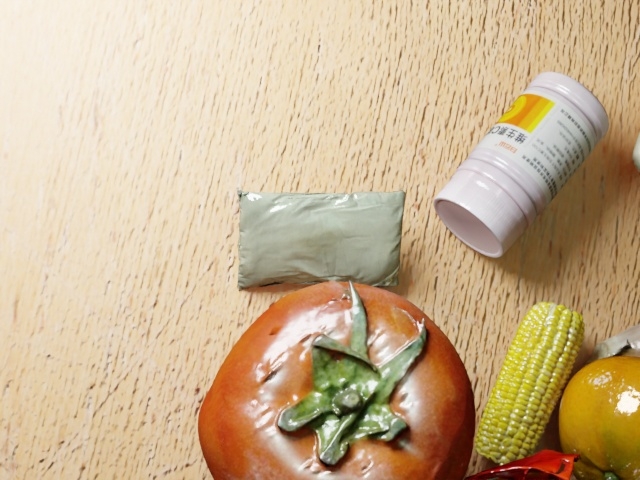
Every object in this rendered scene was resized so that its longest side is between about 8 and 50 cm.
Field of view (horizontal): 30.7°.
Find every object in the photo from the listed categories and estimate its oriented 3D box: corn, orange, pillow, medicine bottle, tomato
[{"bbox_3d":[0.291,0.203,1.628,0.093,0.093,0.244,28,78,-12],"label":"corn"},{"bbox_3d":[0.430,0.271,1.586,0.240,0.240,0.171,47,56,-8],"label":"orange"},{"bbox_3d":[0.000,0.000,1.560,0.229,0.050,0.148,-2,113,-13],"label":"pillow"},{"bbox_3d":[0.281,-0.106,1.630,0.133,0.133,0.250,43,77,-9],"label":"medicine bottle"},{"bbox_3d":[0.016,0.222,1.464,0.341,0.273,0.342,2,75,-7],"label":"tomato"}]

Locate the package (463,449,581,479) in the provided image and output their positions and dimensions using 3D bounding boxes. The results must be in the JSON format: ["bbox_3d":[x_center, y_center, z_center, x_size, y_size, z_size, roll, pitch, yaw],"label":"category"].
[{"bbox_3d":[0.193,0.444,1.477,0.123,0.196,0.424,26,91,20],"label":"package"}]

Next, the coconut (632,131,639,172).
[{"bbox_3d":[0.575,-0.128,1.665,0.237,0.237,0.266,26,73,-13],"label":"coconut"}]

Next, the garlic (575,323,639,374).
[{"bbox_3d":[0.524,0.221,1.697,0.266,0.148,0.128,48,39,-3],"label":"garlic"}]
